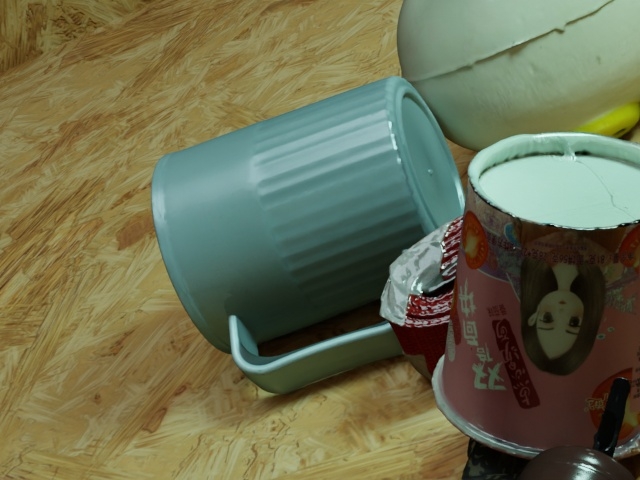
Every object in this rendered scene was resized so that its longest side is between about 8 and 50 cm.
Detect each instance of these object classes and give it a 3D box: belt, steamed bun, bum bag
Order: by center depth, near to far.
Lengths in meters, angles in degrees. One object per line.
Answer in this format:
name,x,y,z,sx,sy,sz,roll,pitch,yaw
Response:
bum bag,0.190,0.176,1.729,0.102,0.069,0.248,9,30,4
belt,0.166,0.060,1.937,0.201,0.124,0.128,-34,45,-6
steamed bun,0.276,-0.269,2.251,0.374,0.334,0.334,-23,23,8

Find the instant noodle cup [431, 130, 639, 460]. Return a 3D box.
instant noodle cup,0.224,0.045,1.659,0.243,0.231,0.243,0,29,0

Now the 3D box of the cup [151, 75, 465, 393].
cup,-0.008,-0.018,2.132,0.311,0.257,0.331,-20,23,18

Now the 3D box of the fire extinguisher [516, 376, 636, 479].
fire extinguisher,0.189,0.260,1.479,0.114,0.135,0.337,20,41,14
